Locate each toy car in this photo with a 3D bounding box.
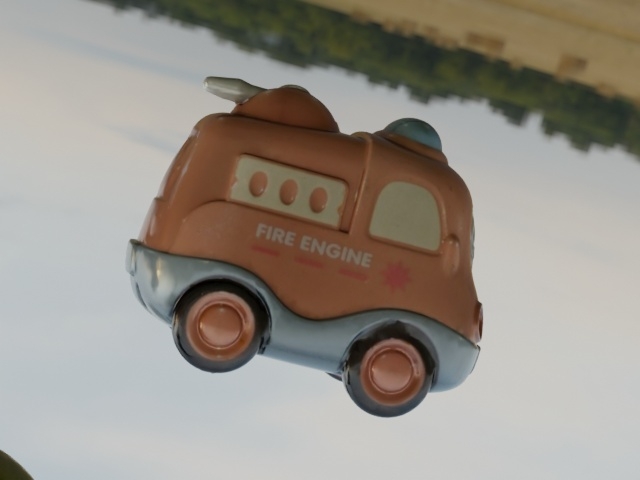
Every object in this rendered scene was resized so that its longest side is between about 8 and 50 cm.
[{"bbox_3d":[0.000,0.000,1.329,0.270,0.212,0.180,16,-178,-9],"label":"toy car"}]

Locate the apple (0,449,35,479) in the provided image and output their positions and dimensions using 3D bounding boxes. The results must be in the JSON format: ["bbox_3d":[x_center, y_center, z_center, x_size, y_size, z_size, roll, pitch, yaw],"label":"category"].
[{"bbox_3d":[-0.345,0.275,1.607,0.261,0.194,0.261,33,153,19],"label":"apple"}]
